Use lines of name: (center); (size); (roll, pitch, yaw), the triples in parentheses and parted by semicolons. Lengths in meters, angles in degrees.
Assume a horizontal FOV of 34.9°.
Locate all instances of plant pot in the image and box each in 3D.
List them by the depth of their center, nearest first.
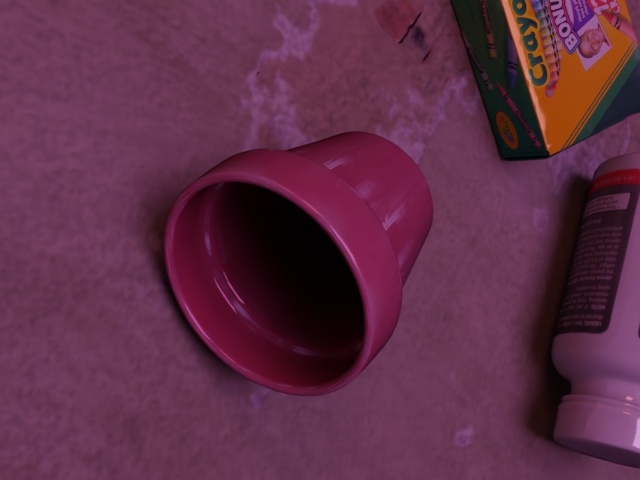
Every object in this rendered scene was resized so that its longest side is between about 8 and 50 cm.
plant pot: (0.000, 0.000, 0.857); (0.180, 0.201, 0.201); (-40, 112, -47)

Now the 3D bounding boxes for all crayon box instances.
crayon box: (0.237, -0.243, 1.086); (0.165, 0.081, 0.278); (-26, 103, -25)

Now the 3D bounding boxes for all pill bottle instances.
pill bottle: (0.353, 0.079, 1.110); (0.176, 0.176, 0.318); (27, 72, -32)
